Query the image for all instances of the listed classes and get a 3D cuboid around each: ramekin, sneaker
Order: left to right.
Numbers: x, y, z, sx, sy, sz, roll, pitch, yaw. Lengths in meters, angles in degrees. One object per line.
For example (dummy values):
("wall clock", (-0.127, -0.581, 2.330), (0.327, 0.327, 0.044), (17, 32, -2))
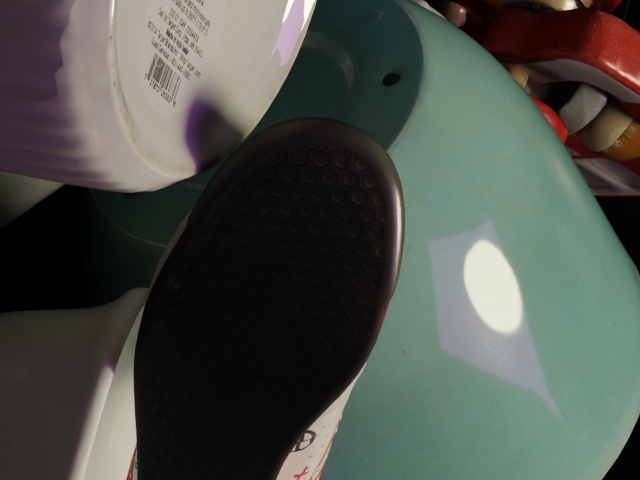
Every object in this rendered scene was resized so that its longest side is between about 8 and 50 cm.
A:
("ramekin", (-0.077, -0.115, 0.666), (0.207, 0.109, 0.207), (-51, 151, -43))
("sneaker", (-0.028, 0.046, 0.777), (0.145, 0.090, 0.270), (-80, -176, -62))

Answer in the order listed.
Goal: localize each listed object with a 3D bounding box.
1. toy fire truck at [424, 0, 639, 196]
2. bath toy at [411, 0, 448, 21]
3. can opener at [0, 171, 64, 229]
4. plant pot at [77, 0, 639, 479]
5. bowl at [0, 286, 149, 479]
("toy fire truck", (0.178, -0.104, 1.374), (0.302, 0.254, 0.169), (1, -114, 61))
("bath toy", (0.000, 0.000, 1.259), (0.151, 0.129, 0.348), (-126, -136, -52))
("can opener", (-0.129, -0.078, 0.827), (0.283, 0.076, 0.095), (-45, 119, -57))
("plant pot", (0.007, 0.004, 0.987), (0.293, 0.293, 0.235), (-61, 142, -29))
("bowl", (-0.158, 0.155, 0.791), (0.298, 0.134, 0.298), (10, 90, -89))
